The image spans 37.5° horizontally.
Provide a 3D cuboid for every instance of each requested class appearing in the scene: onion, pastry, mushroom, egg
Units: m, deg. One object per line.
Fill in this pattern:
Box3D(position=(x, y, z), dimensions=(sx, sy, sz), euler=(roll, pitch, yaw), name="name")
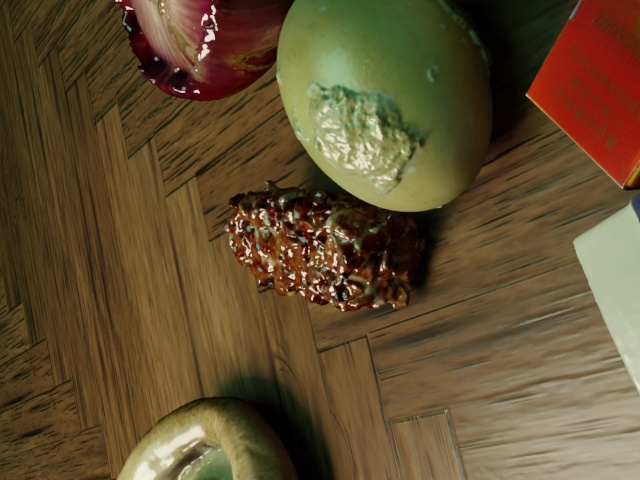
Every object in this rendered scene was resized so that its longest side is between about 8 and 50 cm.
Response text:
Box3D(position=(-0.100, -0.241, 0.800), dimensions=(0.248, 0.161, 0.248), euler=(25, 133, 31), name="onion")
Box3D(position=(0.000, 0.002, 0.858), dimensions=(0.208, 0.097, 0.115), euler=(11, 106, 50), name="pastry")
Box3D(position=(-0.127, 0.247, 1.027), dimensions=(0.286, 0.156, 0.151), euler=(-14, 70, 41), name="mushroom")
Box3D(position=(0.052, -0.118, 0.727), dimensions=(0.164, 0.164, 0.201), euler=(-34, 79, 50), name="egg")

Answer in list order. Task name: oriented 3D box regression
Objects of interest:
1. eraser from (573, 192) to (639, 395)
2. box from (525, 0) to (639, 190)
Box3D(position=(0.273, -0.012, 0.503), dimensions=(0.279, 0.081, 0.124), euler=(-42, 60, 47), name="eraser")
Box3D(position=(0.216, -0.133, 0.594), dimensions=(0.112, 0.048, 0.175), euler=(57, 135, 36), name="box")
